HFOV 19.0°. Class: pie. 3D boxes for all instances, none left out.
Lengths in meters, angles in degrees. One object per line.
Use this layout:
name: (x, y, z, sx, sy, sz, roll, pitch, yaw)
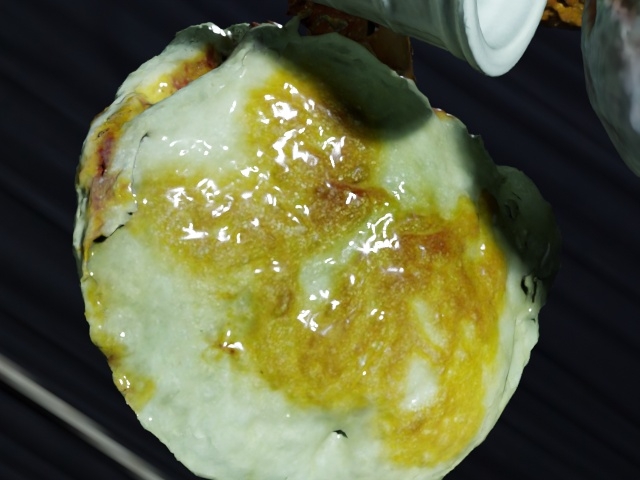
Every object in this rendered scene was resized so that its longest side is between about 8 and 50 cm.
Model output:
pie: (-0.005, 0.008, 1.001, 0.257, 0.274, 0.105, -39, -169, -24)

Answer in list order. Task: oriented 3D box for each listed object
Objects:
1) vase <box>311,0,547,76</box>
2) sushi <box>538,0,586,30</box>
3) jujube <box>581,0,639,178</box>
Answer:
vase: (-0.040, -0.178, 0.938, 0.143, 0.299, 0.143, 13, 90, -69)
sushi: (0.125, -0.229, 1.357, 0.167, 0.179, 0.296, -61, -149, 11)
jujube: (0.265, -0.120, 0.975, 0.308, 0.246, 0.215, -52, 154, -66)
